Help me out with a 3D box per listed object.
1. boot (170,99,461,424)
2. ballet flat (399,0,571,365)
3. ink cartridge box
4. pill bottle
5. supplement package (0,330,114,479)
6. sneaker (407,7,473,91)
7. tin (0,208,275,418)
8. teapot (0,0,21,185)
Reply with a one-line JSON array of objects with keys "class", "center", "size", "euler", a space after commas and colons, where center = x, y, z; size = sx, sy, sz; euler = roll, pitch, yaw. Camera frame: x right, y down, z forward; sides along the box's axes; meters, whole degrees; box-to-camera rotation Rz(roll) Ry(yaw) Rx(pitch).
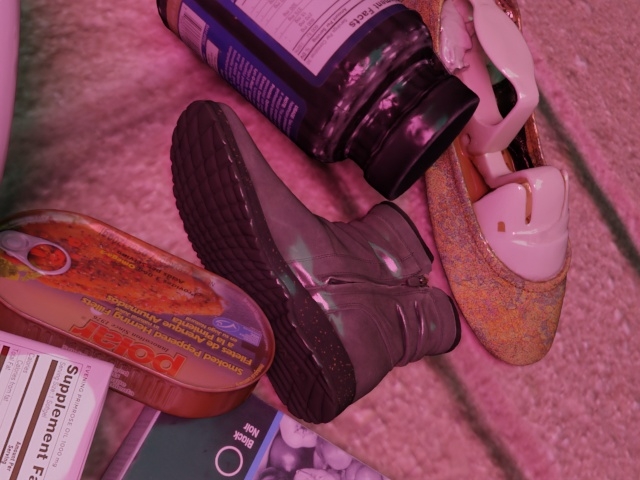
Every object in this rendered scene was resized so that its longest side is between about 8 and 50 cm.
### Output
[{"class": "boot", "center": [0.000, 0.000, 0.565], "size": [0.161, 0.083, 0.247], "euler": [-25, 88, -41]}, {"class": "ballet flat", "center": [0.145, -0.071, 0.619], "size": [0.123, 0.123, 0.349], "euler": [-8, 81, -27]}, {"class": "ink cartridge box", "center": [-0.057, 0.215, 0.486], "size": [0.206, 0.045, 0.208], "euler": [35, 66, -14]}, {"class": "pill bottle", "center": [-0.001, -0.134, 0.529], "size": [0.219, 0.123, 0.123], "euler": [43, 61, 8]}, {"class": "supplement package", "center": [-0.230, 0.105, 0.344], "size": [0.203, 0.194, 0.149], "euler": [21, 69, -19]}, {"class": "sneaker", "center": [0.047, -0.166, 0.601], "size": [0.051, 0.089, 0.170], "euler": [-20, 82, -46]}, {"class": "tin", "center": [-0.121, 0.045, 0.467], "size": [0.189, 0.040, 0.106], "euler": [26, 28, -7]}, {"class": "teapot", "center": [-0.258, -0.094, 0.346], "size": [0.187, 0.256, 0.253], "euler": [2, 68, -36]}]
